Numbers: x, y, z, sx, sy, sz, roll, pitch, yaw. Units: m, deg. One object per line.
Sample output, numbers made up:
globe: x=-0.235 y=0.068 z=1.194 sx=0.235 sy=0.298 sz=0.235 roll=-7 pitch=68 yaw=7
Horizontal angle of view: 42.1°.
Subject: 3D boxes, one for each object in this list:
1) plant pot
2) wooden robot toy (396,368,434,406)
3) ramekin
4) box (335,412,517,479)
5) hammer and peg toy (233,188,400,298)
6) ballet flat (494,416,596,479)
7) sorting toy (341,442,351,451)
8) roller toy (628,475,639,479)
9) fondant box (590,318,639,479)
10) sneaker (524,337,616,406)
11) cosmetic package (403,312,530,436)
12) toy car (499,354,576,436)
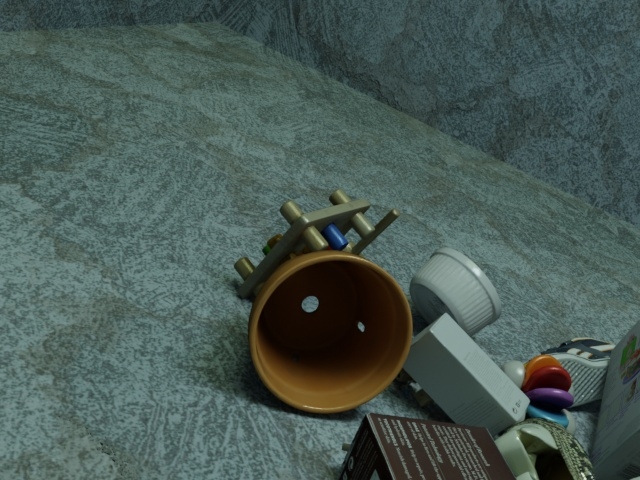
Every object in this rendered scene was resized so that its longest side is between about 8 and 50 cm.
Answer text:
plant pot: x=-0.001 y=0.144 z=1.532 sx=0.291 sy=0.291 sz=0.203 roll=14 pitch=9 yaw=-17
wooden robot toy: x=0.187 y=0.258 z=1.670 sx=0.079 sy=0.076 sz=0.173 roll=12 pitch=24 yaw=-46
ramekin: x=0.293 y=0.128 z=1.866 sx=0.109 sy=0.207 sz=0.207 roll=-37 pitch=53 yaw=-18
box: x=0.146 y=0.365 z=1.156 sx=0.203 sy=0.168 sz=0.167 roll=11 pitch=25 yaw=-21
hammer and peg toy: x=0.000 y=0.000 z=1.812 sx=0.127 sy=0.266 sz=0.361 roll=51 pitch=34 yaw=15
ballet flat: x=0.365 y=0.410 z=1.334 sx=0.182 sy=0.164 sz=0.483 roll=41 pitch=15 yaw=-23
sorting toy: x=0.126 y=0.370 z=1.336 sx=0.274 sy=0.046 sz=0.132 roll=26 pitch=-19 yaw=-36
roller toy: x=0.553 y=0.485 z=1.345 sx=0.209 sy=0.191 sz=0.146 roll=18 pitch=24 yaw=-8
fondant box: x=0.632 y=0.294 z=1.605 sx=0.096 sy=0.238 sz=0.330 roll=23 pitch=51 yaw=5
sneaker: x=0.557 y=0.289 z=1.838 sx=0.321 sy=0.126 sz=0.127 roll=3 pitch=16 yaw=-22
cosmetic package: x=0.267 y=0.262 z=1.570 sx=0.231 sy=0.117 sz=0.085 roll=48 pitch=38 yaw=4
toy car: x=0.442 y=0.311 z=1.641 sx=0.159 sy=0.136 sz=0.182 roll=17 pitch=54 yaw=-12
